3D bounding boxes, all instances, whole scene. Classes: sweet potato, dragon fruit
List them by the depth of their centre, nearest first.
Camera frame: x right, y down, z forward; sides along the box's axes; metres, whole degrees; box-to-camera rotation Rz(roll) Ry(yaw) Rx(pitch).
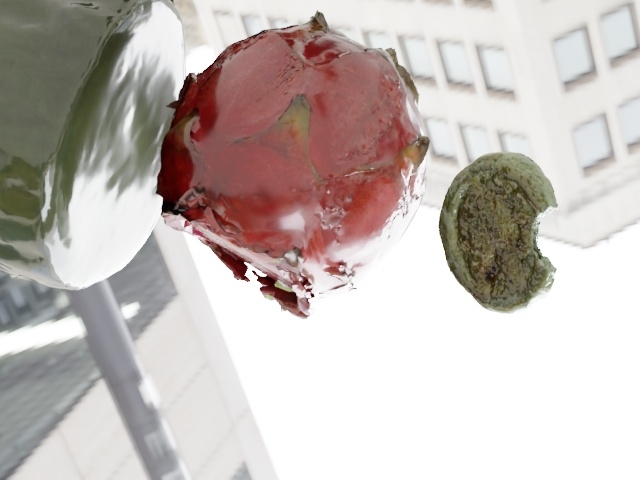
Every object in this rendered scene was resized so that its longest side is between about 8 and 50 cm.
[{"bbox_3d":[-0.028,-0.079,1.497,0.295,0.296,0.302,4,-129,37],"label":"dragon fruit"},{"bbox_3d":[0.123,-0.209,2.230,0.062,0.233,0.081,-35,-118,-17],"label":"sweet potato"}]

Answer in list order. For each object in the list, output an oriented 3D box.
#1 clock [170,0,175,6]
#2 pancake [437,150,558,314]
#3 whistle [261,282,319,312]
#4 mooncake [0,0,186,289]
[{"bbox_3d":[-0.332,-0.308,1.963,0.325,0.325,0.067,7,-164,40],"label":"clock"},{"bbox_3d":[0.259,-0.010,2.046,0.037,0.254,0.253,-8,-163,-36],"label":"pancake"},{"bbox_3d":[0.000,0.000,2.286,0.131,0.288,0.106,10,-154,-45],"label":"whistle"},{"bbox_3d":[-0.290,-0.127,1.541,0.194,0.356,0.356,17,-142,13],"label":"mooncake"}]
